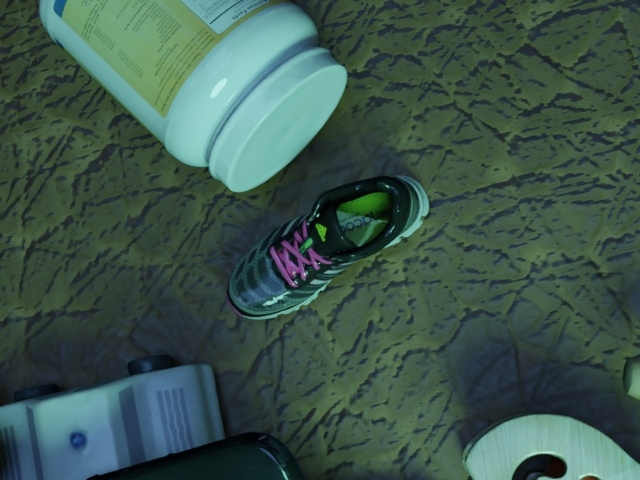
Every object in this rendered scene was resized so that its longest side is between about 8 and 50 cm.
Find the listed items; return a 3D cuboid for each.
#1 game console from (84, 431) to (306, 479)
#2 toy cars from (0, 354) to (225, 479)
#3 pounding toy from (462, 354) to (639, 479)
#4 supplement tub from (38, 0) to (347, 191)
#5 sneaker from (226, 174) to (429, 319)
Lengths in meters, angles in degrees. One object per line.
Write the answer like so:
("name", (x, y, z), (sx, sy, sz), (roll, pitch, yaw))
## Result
("game console", (-0.098, 0.305, 0.760), (0.250, 0.173, 0.293), (-21, 99, 30))
("toy cars", (-0.080, 0.193, 0.865), (0.394, 0.087, 0.176), (27, 86, 12))
("pounding toy", (0.164, 0.194, 0.789), (0.154, 0.155, 0.269), (12, 84, 6))
("supplement tub", (-0.093, -0.146, 0.890), (0.200, 0.144, 0.144), (44, 90, 12))
("sneaker", (0.000, 0.000, 0.887), (0.170, 0.075, 0.063), (-29, 78, 4))
